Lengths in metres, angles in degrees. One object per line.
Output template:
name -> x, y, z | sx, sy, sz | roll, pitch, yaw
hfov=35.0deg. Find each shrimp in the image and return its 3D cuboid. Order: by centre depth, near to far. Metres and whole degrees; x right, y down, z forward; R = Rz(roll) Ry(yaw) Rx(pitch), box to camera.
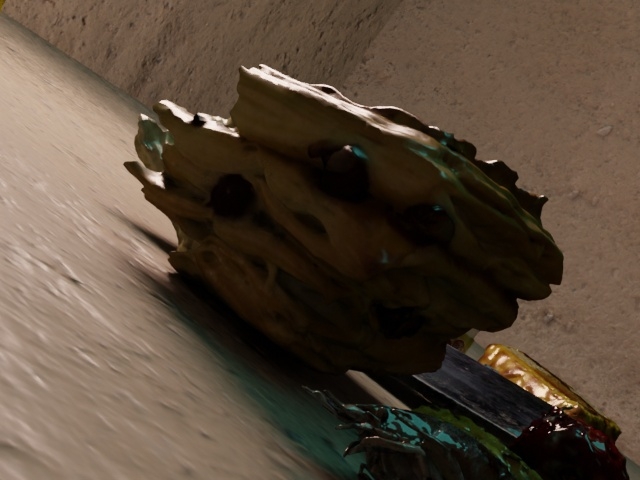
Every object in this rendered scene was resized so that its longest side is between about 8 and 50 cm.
shrimp -> 0.052, 0.124, 0.544 | 0.165, 0.065, 0.056 | 30, -28, -16

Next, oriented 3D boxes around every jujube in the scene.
jujube -> 0.203, 0.194, 0.834 | 0.104, 0.104, 0.166 | 37, 1, 21

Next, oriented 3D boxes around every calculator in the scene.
calculator -> 0.134, 0.139, 1.024 | 0.261, 0.021, 0.161 | 30, 14, 16

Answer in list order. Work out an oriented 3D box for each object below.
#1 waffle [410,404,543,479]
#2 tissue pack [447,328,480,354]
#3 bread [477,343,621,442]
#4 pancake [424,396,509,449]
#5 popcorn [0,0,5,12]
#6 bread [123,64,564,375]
waffle -> 0.112, 0.163, 0.680 | 0.149, 0.051, 0.194 | 35, 2, 18
tissue pack -> 0.095, 0.089, 1.214 | 0.148, 0.099, 0.106 | 34, 1, -24
bread -> 0.330, 0.247, 1.499 | 0.181, 0.096, 0.222 | 30, 6, -38
pancake -> 0.224, 0.213, 1.083 | 0.257, 0.056, 0.212 | 34, 5, -14
popcorn -> -0.390, -0.269, 0.918 | 0.200, 0.226, 0.203 | 4, 47, -1
bread -> -0.014, -0.015, 0.822 | 0.370, 0.192, 0.314 | 23, 1, 34
